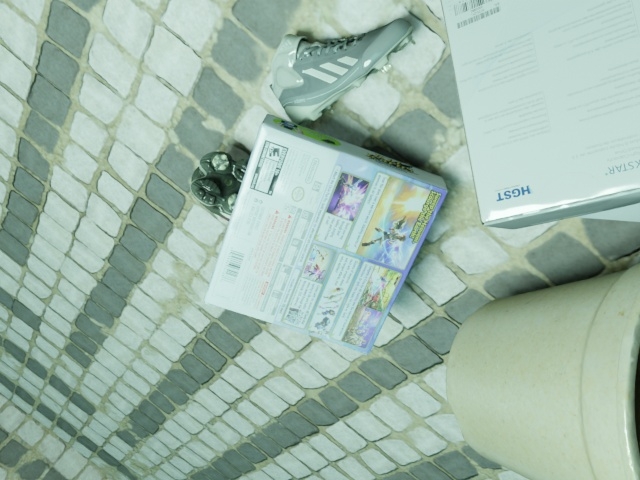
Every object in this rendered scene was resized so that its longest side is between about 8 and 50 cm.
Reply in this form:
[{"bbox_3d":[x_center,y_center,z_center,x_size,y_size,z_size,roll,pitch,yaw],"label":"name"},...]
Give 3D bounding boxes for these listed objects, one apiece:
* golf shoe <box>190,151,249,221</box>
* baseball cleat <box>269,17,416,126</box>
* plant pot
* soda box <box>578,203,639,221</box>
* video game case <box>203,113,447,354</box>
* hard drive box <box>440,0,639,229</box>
[{"bbox_3d":[-0.064,-0.041,0.897,0.273,0.105,0.120,30,167,-7],"label":"golf shoe"},{"bbox_3d":[0.010,-0.216,0.708,0.206,0.072,0.109,-31,103,40],"label":"baseball cleat"},{"bbox_3d":[0.320,0.171,0.677,0.333,0.334,0.305,49,155,-14],"label":"plant pot"},{"bbox_3d":[0.371,-0.077,0.598,0.287,0.091,0.098,6,128,26],"label":"soda box"},{"bbox_3d":[0.000,0.000,0.797,0.245,0.061,0.269,19,114,-6],"label":"video game case"},{"bbox_3d":[0.225,-0.141,0.544,0.181,0.089,0.232,-13,80,36],"label":"hard drive box"}]
